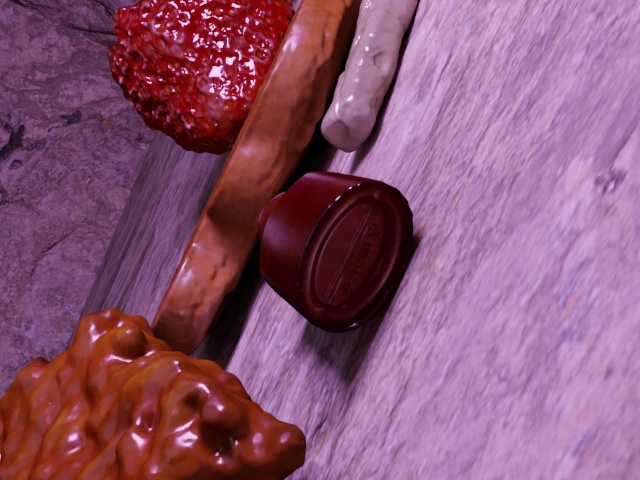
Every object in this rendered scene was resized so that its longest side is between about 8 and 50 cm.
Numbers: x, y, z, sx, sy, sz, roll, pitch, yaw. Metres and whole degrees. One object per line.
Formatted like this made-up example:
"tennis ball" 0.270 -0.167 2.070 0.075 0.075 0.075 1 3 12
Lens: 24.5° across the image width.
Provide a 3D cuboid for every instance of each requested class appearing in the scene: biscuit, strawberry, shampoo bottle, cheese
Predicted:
"biscuit" -0.163 0.207 0.974 0.312 0.110 0.318 -59 31 -4
"strawberry" -0.139 -0.234 1.915 0.261 0.257 0.261 -42 -9 -8
"biscuit" -0.056 -0.093 1.469 0.350 0.078 0.455 -99 34 -74
"shampoo bottle" 0.000 0.000 1.038 0.102 0.064 0.260 -65 11 0
"cheese" 0.045 -0.156 1.246 0.065 0.043 0.194 -45 20 48

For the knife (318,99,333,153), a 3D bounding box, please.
"knife" 0.044 -0.183 1.360 0.060 0.028 0.230 -99 33 -67
